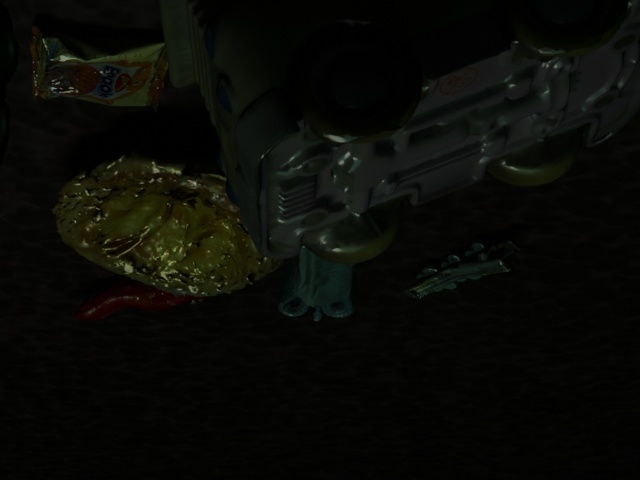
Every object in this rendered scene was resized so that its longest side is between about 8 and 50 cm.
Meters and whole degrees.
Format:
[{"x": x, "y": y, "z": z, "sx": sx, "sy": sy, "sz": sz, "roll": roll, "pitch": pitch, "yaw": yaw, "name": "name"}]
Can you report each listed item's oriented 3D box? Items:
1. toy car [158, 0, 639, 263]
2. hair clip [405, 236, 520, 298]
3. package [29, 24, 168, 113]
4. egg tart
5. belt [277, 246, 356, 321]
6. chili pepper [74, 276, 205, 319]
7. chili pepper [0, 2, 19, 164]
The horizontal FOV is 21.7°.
[{"x": 0.067, "y": -0.150, "z": 1.234, "sx": 0.336, "sy": 0.226, "sz": 0.242, "roll": -24, "pitch": 158, "yaw": -10, "name": "toy car"}, {"x": 0.157, "y": 0.031, "z": 1.804, "sx": 0.049, "sy": 0.049, "sz": 0.173, "roll": 16, "pitch": 157, "yaw": -32, "name": "hair clip"}, {"x": -0.189, "y": -0.144, "z": 1.418, "sx": 0.121, "sy": 0.031, "sz": 0.108, "roll": 5, "pitch": 156, "yaw": -13, "name": "package"}, {"x": -0.138, "y": -0.031, "z": 1.606, "sx": 0.232, "sy": 0.098, "sz": 0.252, "roll": 12, "pitch": 151, "yaw": -5, "name": "egg tart"}, {"x": 0.000, "y": 0.000, "z": 1.701, "sx": 0.087, "sy": 0.072, "sz": 0.302, "roll": -3, "pitch": 155, "yaw": -4, "name": "belt"}, {"x": -0.174, "y": 0.052, "z": 1.852, "sx": 0.268, "sy": 0.059, "sz": 0.050, "roll": -11, "pitch": 116, "yaw": 30, "name": "chili pepper"}, {"x": -0.378, "y": -0.114, "z": 1.270, "sx": 0.257, "sy": 0.233, "sz": 0.248, "roll": -10, "pitch": 140, "yaw": 41, "name": "chili pepper"}]
